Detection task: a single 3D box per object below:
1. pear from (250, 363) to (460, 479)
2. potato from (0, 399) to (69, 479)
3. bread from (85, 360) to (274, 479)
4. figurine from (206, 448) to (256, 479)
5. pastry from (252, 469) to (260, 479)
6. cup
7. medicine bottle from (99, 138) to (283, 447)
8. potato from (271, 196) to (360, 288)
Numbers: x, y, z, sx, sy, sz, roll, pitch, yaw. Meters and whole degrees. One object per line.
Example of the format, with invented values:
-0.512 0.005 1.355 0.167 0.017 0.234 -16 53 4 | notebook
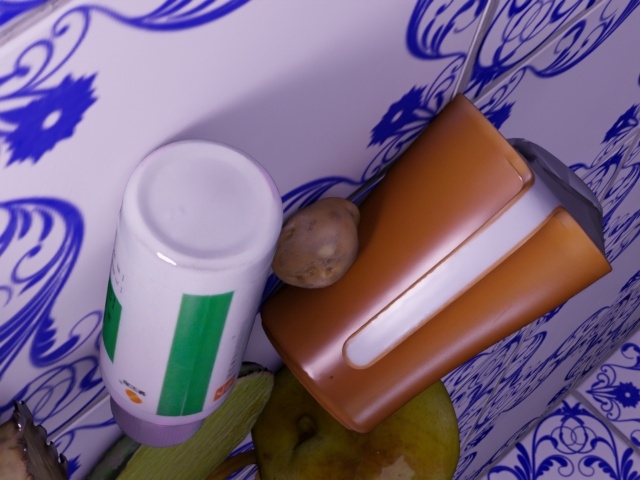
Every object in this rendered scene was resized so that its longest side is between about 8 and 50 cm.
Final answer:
0.031 0.178 1.508 0.200 0.200 0.200 -42 164 -15 | pear
-0.232 0.270 1.006 0.237 0.301 0.289 -25 128 -4 | potato
-0.130 0.181 1.382 0.228 0.033 0.228 -42 162 -17 | bread
-0.144 0.435 1.561 0.401 0.268 0.387 -50 168 30 | figurine
-0.009 0.216 1.748 0.080 0.056 0.140 -1 136 -54 | pastry
0.089 0.023 1.292 0.264 0.182 0.226 -41 -178 5 | cup
-0.087 0.045 1.033 0.095 0.095 0.260 -37 162 -30 | medicine bottle
0.000 0.000 1.232 0.068 0.062 0.083 -34 -163 36 | potato
